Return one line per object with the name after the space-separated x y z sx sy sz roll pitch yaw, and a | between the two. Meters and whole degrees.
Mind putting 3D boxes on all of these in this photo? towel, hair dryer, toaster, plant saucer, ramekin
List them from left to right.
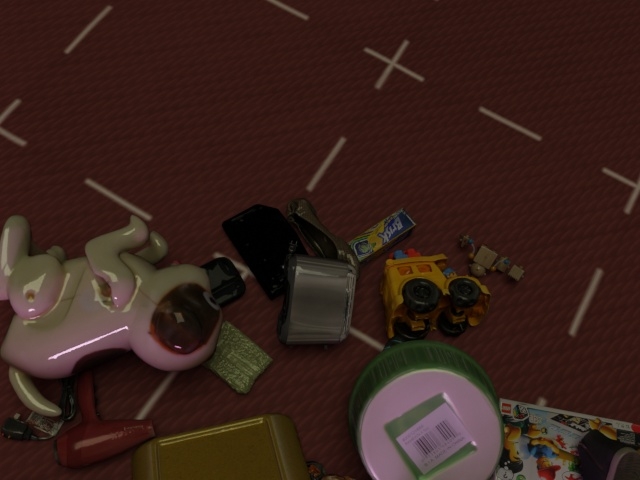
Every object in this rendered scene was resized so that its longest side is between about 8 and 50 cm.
-0.465 0.338 1.454 0.293 0.080 0.223 23 64 6 | hair dryer
-0.181 0.449 1.334 0.333 0.081 0.333 -11 34 -10 | plant saucer
-0.186 0.246 1.552 0.148 0.027 0.110 35 66 12 | towel
-0.009 0.117 1.547 0.146 0.129 0.227 6 94 -8 | toaster
0.203 0.353 1.398 0.303 0.148 0.303 0 94 2 | ramekin

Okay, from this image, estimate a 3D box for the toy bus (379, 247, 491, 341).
0.236 0.098 1.610 0.220 0.149 0.211 -5 49 -10 | toy bus

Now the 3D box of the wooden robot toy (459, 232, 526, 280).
0.379 0.055 1.686 0.173 0.076 0.079 31 101 10 | wooden robot toy

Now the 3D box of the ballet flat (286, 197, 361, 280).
0.000 0.000 1.651 0.058 0.084 0.250 -15 59 -44 | ballet flat

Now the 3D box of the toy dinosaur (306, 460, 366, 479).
0.012 0.513 1.376 0.322 0.164 0.218 -18 44 18 | toy dinosaur

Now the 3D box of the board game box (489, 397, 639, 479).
0.503 0.449 1.501 0.305 0.053 0.193 10 65 0 | board game box

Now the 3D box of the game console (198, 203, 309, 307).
-0.207 0.067 1.628 0.361 0.044 0.213 -28 69 -18 | game console

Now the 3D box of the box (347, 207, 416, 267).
0.137 -0.003 1.681 0.169 0.059 0.054 -33 72 -18 | box

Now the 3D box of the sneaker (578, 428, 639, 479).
0.542 0.488 1.425 0.083 0.118 0.222 18 94 -17 | sneaker

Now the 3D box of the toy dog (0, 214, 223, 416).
-0.394 0.138 1.417 0.408 0.284 0.395 4 63 3 | toy dog

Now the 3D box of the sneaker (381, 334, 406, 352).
0.245 0.287 1.531 0.267 0.101 0.106 31 40 -5 | sneaker
